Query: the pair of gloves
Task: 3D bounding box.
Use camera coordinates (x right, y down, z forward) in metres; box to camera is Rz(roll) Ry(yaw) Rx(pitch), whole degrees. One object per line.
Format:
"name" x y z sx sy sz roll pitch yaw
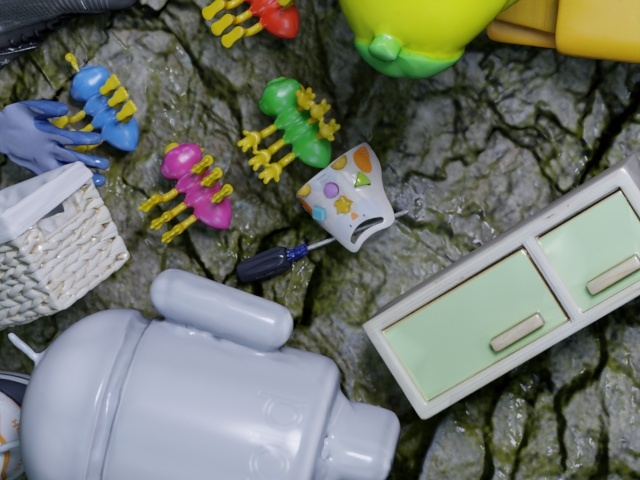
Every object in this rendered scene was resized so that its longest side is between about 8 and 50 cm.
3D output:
"pair of gloves" -0.254 -0.045 1.802 0.159 0.023 0.198 18 127 31

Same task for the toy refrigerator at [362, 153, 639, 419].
"toy refrigerator" 0.178 0.041 1.702 0.269 0.094 0.102 -32 91 18

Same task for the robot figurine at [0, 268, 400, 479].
"robot figurine" -0.112 0.174 1.737 0.353 0.200 0.300 13 104 4

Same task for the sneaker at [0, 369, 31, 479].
"sneaker" -0.411 0.170 1.872 0.321 0.127 0.126 0 102 17

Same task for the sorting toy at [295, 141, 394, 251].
"sorting toy" 0.026 -0.032 1.752 0.083 0.045 0.075 -39 84 18

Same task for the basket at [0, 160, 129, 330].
"basket" -0.267 0.012 1.752 0.167 0.113 0.103 -18 106 45

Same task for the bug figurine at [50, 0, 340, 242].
"bug figurine" -0.099 -0.127 1.755 0.279 0.072 0.216 -32 84 23

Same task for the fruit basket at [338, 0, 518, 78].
"fruit basket" 0.135 -0.301 1.471 0.283 0.392 0.392 -3 102 -23

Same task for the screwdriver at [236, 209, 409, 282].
"screwdriver" 0.000 0.000 1.781 0.170 0.024 0.025 -25 122 16

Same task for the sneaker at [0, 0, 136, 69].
"sneaker" -0.270 -0.207 1.790 0.234 0.078 0.106 5 104 18

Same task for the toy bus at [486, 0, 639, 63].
"toy bus" 0.300 -0.194 1.605 0.333 0.130 0.108 8 102 14
